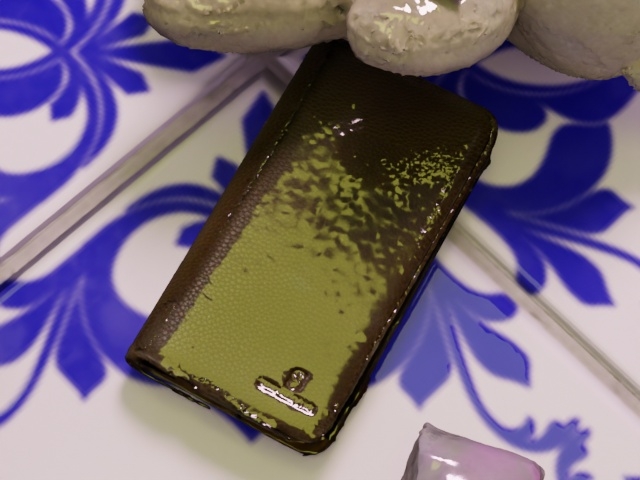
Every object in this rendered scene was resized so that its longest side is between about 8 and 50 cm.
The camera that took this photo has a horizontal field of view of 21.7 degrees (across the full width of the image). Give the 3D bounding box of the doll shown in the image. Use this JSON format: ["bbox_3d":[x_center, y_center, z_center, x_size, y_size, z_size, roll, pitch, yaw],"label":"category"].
[{"bbox_3d":[0.049,-0.150,0.814,0.278,0.149,0.175,-7,68,-4],"label":"doll"}]

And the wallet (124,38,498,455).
[{"bbox_3d":[0.000,0.000,0.814,0.110,0.031,0.198,28,70,9],"label":"wallet"}]

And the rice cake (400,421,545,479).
[{"bbox_3d":[0.032,0.266,0.687,0.070,0.064,0.399,14,68,-2],"label":"rice cake"}]
